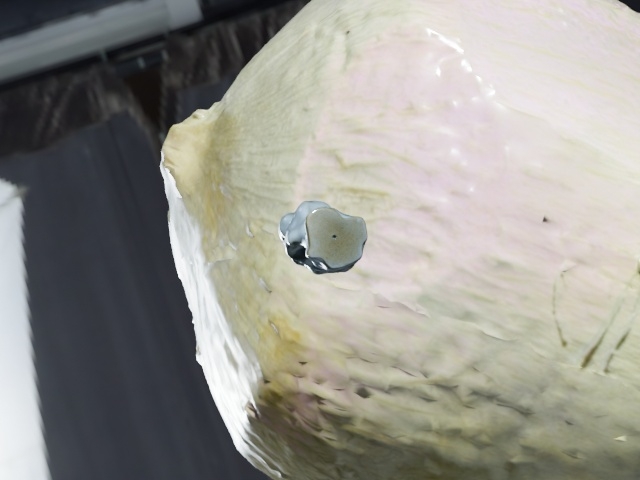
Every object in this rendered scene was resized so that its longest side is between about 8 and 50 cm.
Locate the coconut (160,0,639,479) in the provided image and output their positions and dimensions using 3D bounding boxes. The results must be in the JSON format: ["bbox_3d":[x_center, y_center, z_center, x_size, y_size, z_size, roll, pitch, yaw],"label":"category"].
[{"bbox_3d":[0.076,-0.001,0.903,0.405,0.404,0.404,-19,-7,-2],"label":"coconut"}]

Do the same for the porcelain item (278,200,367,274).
[{"bbox_3d":[0.000,0.000,0.585,0.028,0.036,0.083,-48,3,-7],"label":"porcelain item"}]
